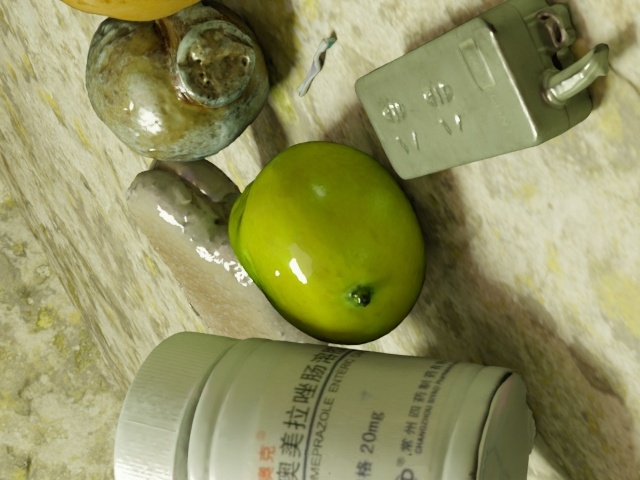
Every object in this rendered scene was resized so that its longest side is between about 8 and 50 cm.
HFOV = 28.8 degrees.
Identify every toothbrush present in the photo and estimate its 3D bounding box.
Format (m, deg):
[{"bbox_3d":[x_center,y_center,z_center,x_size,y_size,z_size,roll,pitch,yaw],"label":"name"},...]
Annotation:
[{"bbox_3d":[-0.007,-0.158,1.146,0.131,0.013,0.011,132,120,-70],"label":"toothbrush"}]

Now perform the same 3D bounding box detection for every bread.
[{"bbox_3d":[-0.072,0.038,1.370,0.183,0.102,0.337,16,151,39],"label":"bread"}]

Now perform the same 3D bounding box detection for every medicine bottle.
[{"bbox_3d":[0.003,0.186,1.087,0.332,0.190,0.190,4,129,24],"label":"medicine bottle"}]

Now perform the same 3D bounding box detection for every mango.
[{"bbox_3d":[0.006,0.006,1.135,0.185,0.149,0.273,53,166,-1],"label":"mango"}]

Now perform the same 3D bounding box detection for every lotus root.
[{"bbox_3d":[-0.154,-0.167,1.277,0.175,0.175,0.349,68,169,-16],"label":"lotus root"}]

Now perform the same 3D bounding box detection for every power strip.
[{"bbox_3d":[0.110,-0.105,0.866,0.093,0.053,0.288,64,161,-5],"label":"power strip"}]

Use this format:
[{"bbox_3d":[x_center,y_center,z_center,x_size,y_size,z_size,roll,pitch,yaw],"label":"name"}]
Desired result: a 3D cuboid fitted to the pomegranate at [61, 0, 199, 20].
[{"bbox_3d":[-0.171,-0.296,1.064,0.233,0.233,0.233,50,157,30],"label":"pomegranate"}]
